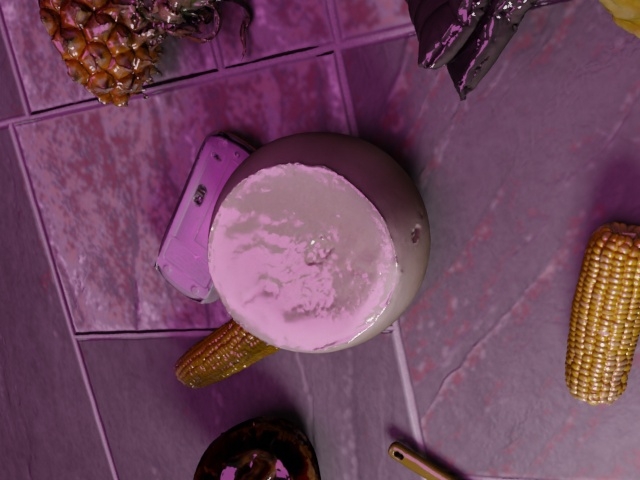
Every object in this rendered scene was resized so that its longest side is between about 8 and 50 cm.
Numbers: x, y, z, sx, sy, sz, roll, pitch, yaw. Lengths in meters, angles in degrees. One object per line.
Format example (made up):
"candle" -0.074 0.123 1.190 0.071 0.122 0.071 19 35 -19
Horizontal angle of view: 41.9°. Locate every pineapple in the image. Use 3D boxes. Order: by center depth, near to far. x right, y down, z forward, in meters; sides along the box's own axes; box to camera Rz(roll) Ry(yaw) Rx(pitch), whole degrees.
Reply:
"pineapple" -0.238 -0.355 1.239 0.271 0.262 0.263 -16 99 20

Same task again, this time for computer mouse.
"computer mouse" -0.172 -0.035 1.378 0.158 0.072 0.310 35 120 13

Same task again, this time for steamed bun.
"steamed bun" 0.000 0.000 1.206 0.324 0.206 0.324 4 105 17

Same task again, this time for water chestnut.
"water chestnut" -0.104 0.413 1.404 0.223 0.238 0.224 -1 83 4

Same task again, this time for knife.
"knife" 0.254 0.424 1.320 0.343 0.027 0.061 28 114 15

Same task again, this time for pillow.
"pillow" 0.179 -0.333 0.951 0.101 0.326 0.228 24 122 -17

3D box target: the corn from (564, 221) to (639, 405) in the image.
"corn" 0.376 0.095 1.097 0.093 0.093 0.244 16 115 24

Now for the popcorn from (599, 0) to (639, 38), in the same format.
"popcorn" 0.378 -0.349 0.867 0.215 0.252 0.286 -123 27 -51

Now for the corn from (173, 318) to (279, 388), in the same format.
"corn" -0.136 0.171 1.417 0.320 0.097 0.097 -34 88 36
